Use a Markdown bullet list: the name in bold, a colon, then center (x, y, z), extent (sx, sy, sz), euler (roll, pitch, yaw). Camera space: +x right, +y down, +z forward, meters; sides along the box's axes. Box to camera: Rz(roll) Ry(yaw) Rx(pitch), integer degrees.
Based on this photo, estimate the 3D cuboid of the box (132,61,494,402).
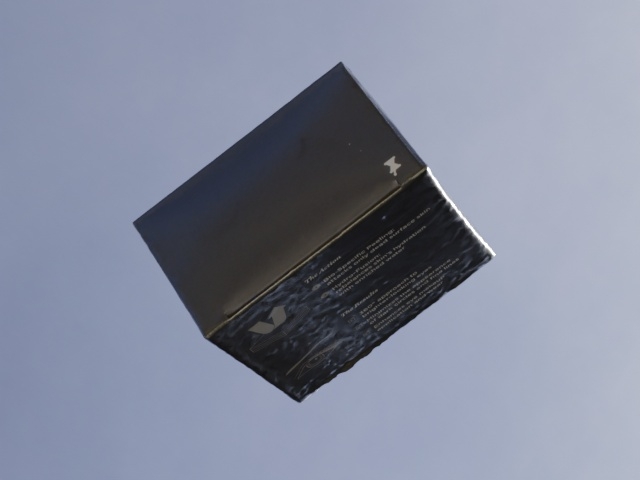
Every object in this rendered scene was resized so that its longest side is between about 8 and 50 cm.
- **box**: center (0.000, 0.000, 1.058), extent (0.156, 0.093, 0.158), euler (-37, -27, 4)
